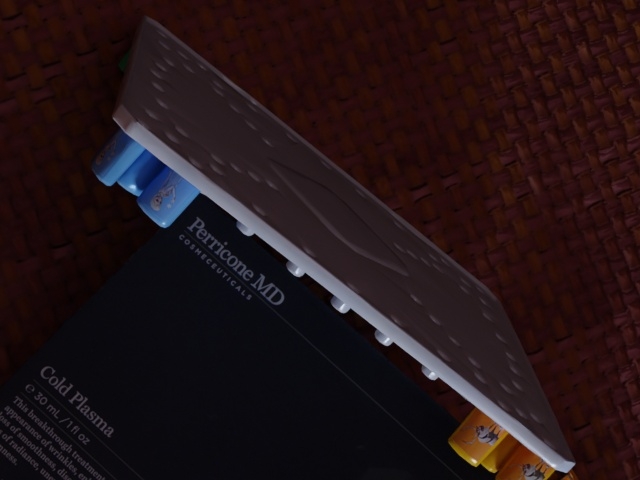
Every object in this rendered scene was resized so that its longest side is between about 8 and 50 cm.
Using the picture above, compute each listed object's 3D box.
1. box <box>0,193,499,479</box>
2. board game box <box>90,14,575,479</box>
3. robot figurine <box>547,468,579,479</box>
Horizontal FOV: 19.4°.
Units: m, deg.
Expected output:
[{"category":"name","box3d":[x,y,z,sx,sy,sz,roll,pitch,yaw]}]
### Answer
[{"category":"box","box3d":[-0.080,0.202,1.391,0.343,0.179,0.312,42,72,6]},{"category":"board game box","box3d":[0.000,0.000,1.397,0.390,0.390,0.050,38,100,-12]},{"category":"robot figurine","box3d":[0.136,0.298,1.550,0.291,0.085,0.211,-34,96,-20]}]
